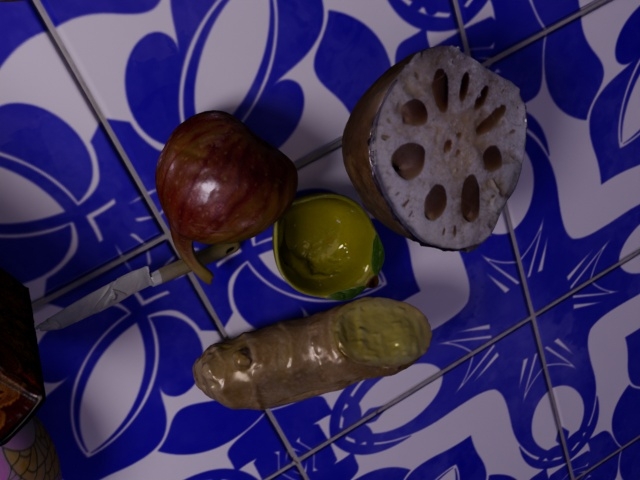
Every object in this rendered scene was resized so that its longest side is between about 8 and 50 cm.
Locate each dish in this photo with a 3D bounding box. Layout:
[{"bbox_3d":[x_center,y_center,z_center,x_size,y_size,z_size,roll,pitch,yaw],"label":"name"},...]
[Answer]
[{"bbox_3d":[0.000,0.000,1.062,0.149,0.080,0.207,-49,123,1],"label":"dish"}]

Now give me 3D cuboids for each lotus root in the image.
[{"bbox_3d":[0.138,-0.126,1.004,0.272,0.192,0.272,-5,104,-22],"label":"lotus root"}]

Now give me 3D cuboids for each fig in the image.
[{"bbox_3d":[-0.139,-0.052,0.928,0.207,0.175,0.175,-45,125,13],"label":"fig"}]

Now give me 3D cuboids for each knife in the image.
[{"bbox_3d":[-0.231,0.051,0.968,0.298,0.017,0.047,-25,149,-29],"label":"knife"}]

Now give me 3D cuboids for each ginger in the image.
[{"bbox_3d":[-0.012,0.169,1.079,0.354,0.126,0.190,-15,154,13],"label":"ginger"}]

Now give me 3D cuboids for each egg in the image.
[{"bbox_3d":[-0.438,0.284,0.933,0.196,0.196,0.271,-27,138,-11],"label":"egg"}]

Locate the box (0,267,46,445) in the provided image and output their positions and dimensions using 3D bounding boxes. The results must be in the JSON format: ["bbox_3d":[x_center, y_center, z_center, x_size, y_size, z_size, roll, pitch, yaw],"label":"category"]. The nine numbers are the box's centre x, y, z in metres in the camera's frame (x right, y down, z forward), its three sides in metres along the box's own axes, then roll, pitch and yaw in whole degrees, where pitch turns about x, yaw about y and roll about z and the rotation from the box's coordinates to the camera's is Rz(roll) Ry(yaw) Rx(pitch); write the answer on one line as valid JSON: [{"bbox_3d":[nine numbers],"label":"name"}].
[{"bbox_3d":[-0.474,0.027,0.742,0.116,0.264,0.415,-43,125,-2],"label":"box"}]
